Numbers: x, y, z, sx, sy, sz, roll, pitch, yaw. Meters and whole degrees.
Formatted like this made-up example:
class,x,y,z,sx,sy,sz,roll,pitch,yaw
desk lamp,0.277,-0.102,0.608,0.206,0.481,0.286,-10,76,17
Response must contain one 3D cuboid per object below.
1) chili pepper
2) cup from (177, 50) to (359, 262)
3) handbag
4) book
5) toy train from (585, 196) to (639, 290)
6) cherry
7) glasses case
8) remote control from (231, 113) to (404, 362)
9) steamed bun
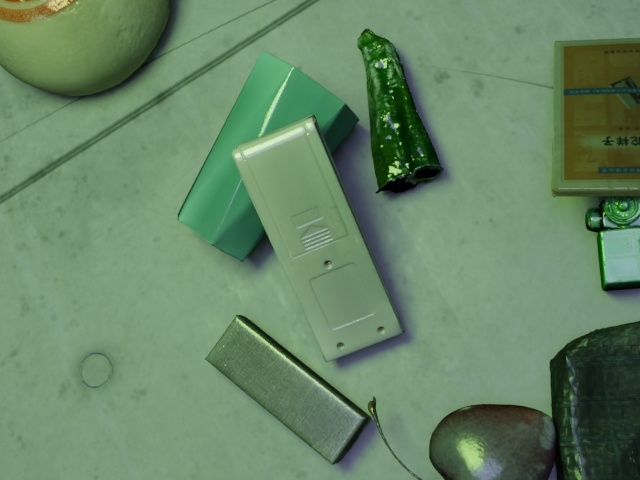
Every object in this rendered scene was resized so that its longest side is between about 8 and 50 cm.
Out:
class,x,y,z,sx,sy,sz,roll,pitch,yaw
chili pepper,0.083,-0.173,1.087,0.088,0.059,0.227,-19,71,13
cup,-0.079,-0.101,1.070,0.235,0.134,0.148,-53,40,3
handbag,0.344,0.213,0.927,0.175,0.088,0.270,-2,76,4
book,0.356,-0.150,0.991,0.170,0.018,0.241,1,55,14
toy train,0.430,-0.009,0.958,0.251,0.085,0.119,-4,81,14
cherry,0.172,0.214,0.944,0.148,0.115,0.188,-46,62,30
glasses case,-0.039,0.178,1.035,0.205,0.047,0.071,36,91,18
remote control,0.000,0.000,1.002,0.103,0.055,0.277,-22,105,7
steamed bun,-0.351,-0.348,1.164,0.283,0.177,0.283,-3,76,13
